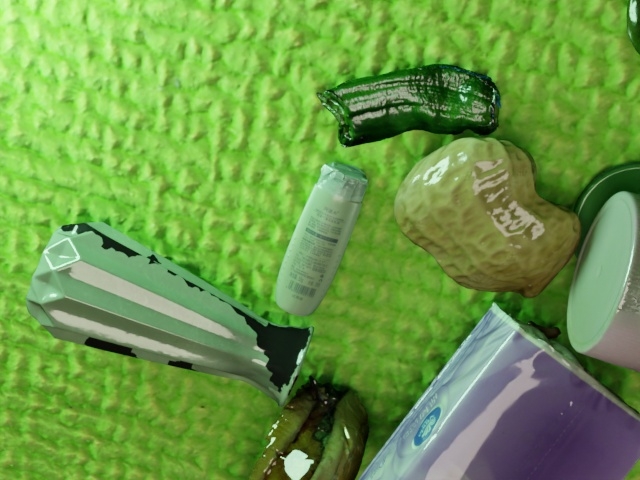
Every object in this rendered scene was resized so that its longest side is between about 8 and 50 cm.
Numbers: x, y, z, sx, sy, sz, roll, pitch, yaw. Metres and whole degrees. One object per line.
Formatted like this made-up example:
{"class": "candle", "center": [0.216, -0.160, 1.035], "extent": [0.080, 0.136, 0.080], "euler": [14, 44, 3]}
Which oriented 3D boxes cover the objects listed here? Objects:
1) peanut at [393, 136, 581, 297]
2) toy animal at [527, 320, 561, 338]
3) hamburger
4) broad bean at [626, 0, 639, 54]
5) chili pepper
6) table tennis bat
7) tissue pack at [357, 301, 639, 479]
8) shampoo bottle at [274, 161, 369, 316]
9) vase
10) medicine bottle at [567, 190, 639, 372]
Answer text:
{"class": "peanut", "center": [0.210, -0.022, 1.628], "extent": [0.196, 0.110, 0.233], "euler": [-36, 102, 33]}
{"class": "toy animal", "center": [0.276, 0.243, 1.749], "extent": [0.224, 0.066, 0.230], "euler": [-38, 97, 15]}
{"class": "hamburger", "center": [-0.037, 0.339, 1.759], "extent": [0.132, 0.211, 0.309], "euler": [27, 114, 3]}
{"class": "broad bean", "center": [0.479, -0.232, 1.535], "extent": [0.292, 0.049, 0.144], "euler": [20, 112, 1]}
{"class": "chili pepper", "center": [0.108, -0.167, 1.616], "extent": [0.224, 0.061, 0.098], "euler": [-1, 116, 11]}
{"class": "table tennis bat", "center": [0.381, 0.022, 1.660], "extent": [0.160, 0.039, 0.257], "euler": [17, 108, -2]}
{"class": "tissue pack", "center": [0.224, 0.282, 1.638], "extent": [0.242, 0.160, 0.338], "euler": [35, 94, -11]}
{"class": "shampoo bottle", "center": [0.000, 0.000, 1.704], "extent": [0.072, 0.049, 0.212], "euler": [25, 114, 3]}
{"class": "vase", "center": [-0.195, 0.099, 1.722], "extent": [0.360, 0.165, 0.165], "euler": [22, 113, -4]}
{"class": "medicine bottle", "center": [0.466, 0.076, 1.540], "extent": [0.302, 0.241, 0.241], "euler": [16, 113, -6]}
